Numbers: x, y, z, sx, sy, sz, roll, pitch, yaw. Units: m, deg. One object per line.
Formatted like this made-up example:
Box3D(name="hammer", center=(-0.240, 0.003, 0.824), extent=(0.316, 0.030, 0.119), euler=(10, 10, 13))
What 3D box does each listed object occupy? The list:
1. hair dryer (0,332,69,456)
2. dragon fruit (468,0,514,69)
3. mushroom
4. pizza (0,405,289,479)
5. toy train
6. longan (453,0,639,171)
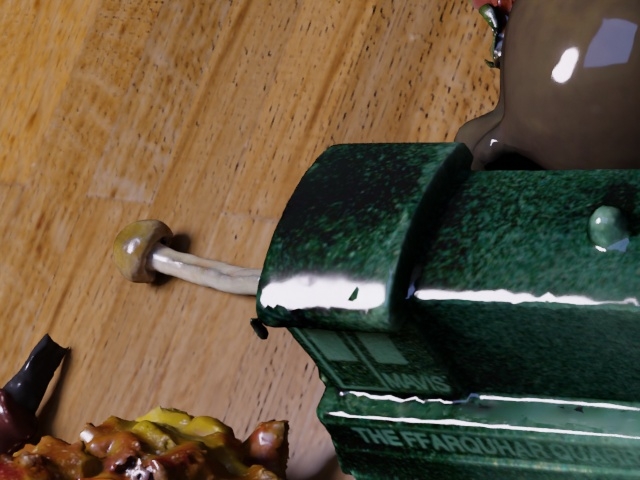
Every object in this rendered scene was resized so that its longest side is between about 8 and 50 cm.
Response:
Box3D(name="hair dryer", center=(-0.298, 0.183, 1.277), extent=(0.340, 0.123, 0.312), euler=(-51, 35, -12))
Box3D(name="dragon fruit", center=(0.130, -0.179, 1.122), extent=(0.137, 0.135, 0.236), euler=(-22, 76, 28))
Box3D(name="mushroom", center=(-0.002, 0.000, 1.177), extent=(0.306, 0.043, 0.068), euler=(-8, 87, 32))
Box3D(name="pizza", center=(-0.082, 0.145, 1.036), extent=(0.229, 0.289, 0.081), euler=(-81, 4, -68))
Box3D(name="toy train", center=(0.120, 0.044, 0.948), extent=(0.330, 0.178, 0.138), euler=(0, 52, 37))
Box3D(name="longan", center=(0.159, -0.084, 1.000), extent=(0.204, 0.185, 0.159), euler=(-28, 86, 19))
